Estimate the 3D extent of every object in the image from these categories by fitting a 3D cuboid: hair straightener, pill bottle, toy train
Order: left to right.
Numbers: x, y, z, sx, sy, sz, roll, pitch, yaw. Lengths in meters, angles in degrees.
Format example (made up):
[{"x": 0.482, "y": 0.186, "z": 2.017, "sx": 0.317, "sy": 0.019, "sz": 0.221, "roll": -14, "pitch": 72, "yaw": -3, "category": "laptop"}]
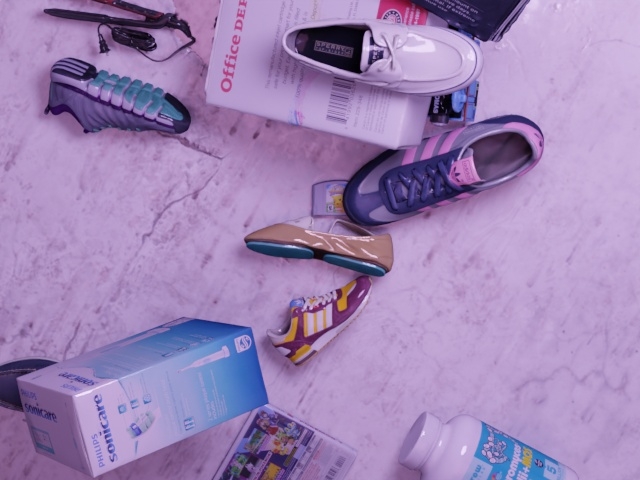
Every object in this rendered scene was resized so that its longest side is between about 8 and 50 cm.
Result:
[{"x": -0.304, "y": -0.319, "z": 1.865, "sx": 0.230, "sy": 0.047, "sz": 0.089, "roll": 14, "pitch": 101, "yaw": -6, "category": "hair straightener"}, {"x": 0.192, "y": -0.259, "z": 1.827, "sx": 0.080, "sy": 0.105, "sz": 0.184, "roll": 8, "pitch": 97, "yaw": 25, "category": "toy train"}, {"x": 0.258, "y": 0.367, "z": 1.930, "sx": 0.264, "sy": 0.146, "sz": 0.146, "roll": 28, "pitch": 101, "yaw": -4, "category": "pill bottle"}]

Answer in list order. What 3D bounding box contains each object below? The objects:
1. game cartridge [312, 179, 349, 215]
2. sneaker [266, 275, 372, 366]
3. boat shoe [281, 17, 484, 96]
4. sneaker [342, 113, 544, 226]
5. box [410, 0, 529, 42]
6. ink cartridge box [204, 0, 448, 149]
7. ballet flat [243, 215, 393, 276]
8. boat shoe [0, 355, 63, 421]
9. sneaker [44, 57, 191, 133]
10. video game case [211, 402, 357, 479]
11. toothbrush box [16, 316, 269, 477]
[{"x": 0.029, "y": -0.066, "z": 1.916, "sx": 0.083, "sy": 0.017, "sz": 0.056, "roll": 0, "pitch": 97, "yaw": 1, "category": "game cartridge"}, {"x": -0.001, "y": 0.110, "z": 1.924, "sx": 0.084, "sy": 0.069, "sz": 0.185, "roll": 43, "pitch": 98, "yaw": -12, "category": "sneaker"}, {"x": 0.078, "y": -0.249, "z": 1.633, "sx": 0.267, "sy": 0.088, "sz": 0.096, "roll": 15, "pitch": 100, "yaw": 18, "category": "boat shoe"}, {"x": 0.181, "y": -0.104, "z": 1.844, "sx": 0.319, "sy": 0.131, "sz": 0.112, "roll": -24, "pitch": 100, "yaw": 4, "category": "sneaker"}, {"x": 0.254, "y": -0.580, "z": 1.495, "sx": 0.297, "sy": 0.472, "sz": 0.480, "roll": 28, "pitch": 70, "yaw": -5, "category": "box"}, {"x": 0.011, "y": -0.272, "z": 1.773, "sx": 0.306, "sy": 0.131, "sz": 0.226, "roll": 17, "pitch": 102, "yaw": 20, "category": "ink cartridge box"}, {"x": 0.000, "y": 0.000, "z": 1.912, "sx": 0.232, "sy": 0.080, "sz": 0.073, "roll": 12, "pitch": 73, "yaw": -3, "category": "ballet flat"}, {"x": -0.414, "y": 0.243, "z": 1.955, "sx": 0.254, "sy": 0.079, "sz": 0.095, "roll": 10, "pitch": 100, "yaw": -1, "category": "boat shoe"}, {"x": -0.307, "y": -0.195, "z": 1.880, "sx": 0.223, "sy": 0.083, "sz": 0.098, "roll": 23, "pitch": 122, "yaw": 1, "category": "sneaker"}, {"x": -0.067, "y": 0.382, "z": 2.004, "sx": 0.183, "sy": 0.023, "sz": 0.201, "roll": 29, "pitch": 101, "yaw": -4, "category": "video game case"}, {"x": -0.261, "y": 0.219, "z": 1.813, "sx": 0.295, "sy": 0.216, "sz": 0.126, "roll": -18, "pitch": 102, "yaw": -34, "category": "toothbrush box"}]
